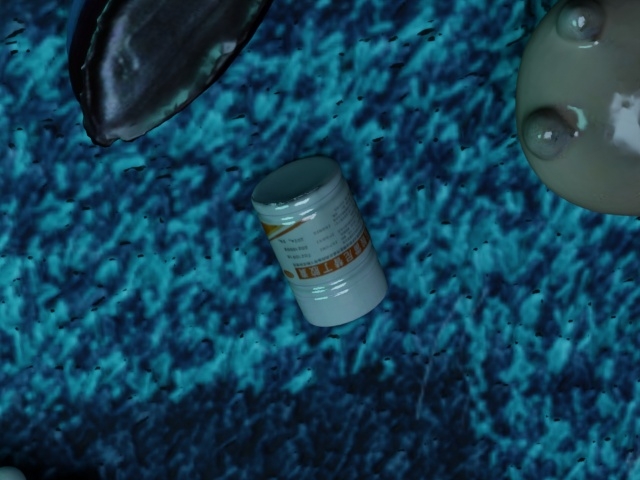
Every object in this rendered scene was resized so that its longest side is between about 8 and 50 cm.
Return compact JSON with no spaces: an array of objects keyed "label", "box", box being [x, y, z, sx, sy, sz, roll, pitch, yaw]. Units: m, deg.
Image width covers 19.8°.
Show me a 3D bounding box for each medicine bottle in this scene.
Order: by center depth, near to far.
[{"label":"medicine bottle","box":[0.000,0.000,1.085,0.057,0.057,0.089,-21,117,4]}]

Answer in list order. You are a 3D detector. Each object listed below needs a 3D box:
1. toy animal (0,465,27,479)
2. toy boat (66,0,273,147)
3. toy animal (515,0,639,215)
[{"label":"toy animal","box":[-0.199,0.170,1.133,0.124,0.085,0.071,22,78,-31]},{"label":"toy boat","box":[-0.077,-0.145,0.987,0.100,0.097,0.223,24,127,-20]},{"label":"toy animal","box":[0.231,-0.062,1.031,0.250,0.154,0.166,19,102,4]}]
